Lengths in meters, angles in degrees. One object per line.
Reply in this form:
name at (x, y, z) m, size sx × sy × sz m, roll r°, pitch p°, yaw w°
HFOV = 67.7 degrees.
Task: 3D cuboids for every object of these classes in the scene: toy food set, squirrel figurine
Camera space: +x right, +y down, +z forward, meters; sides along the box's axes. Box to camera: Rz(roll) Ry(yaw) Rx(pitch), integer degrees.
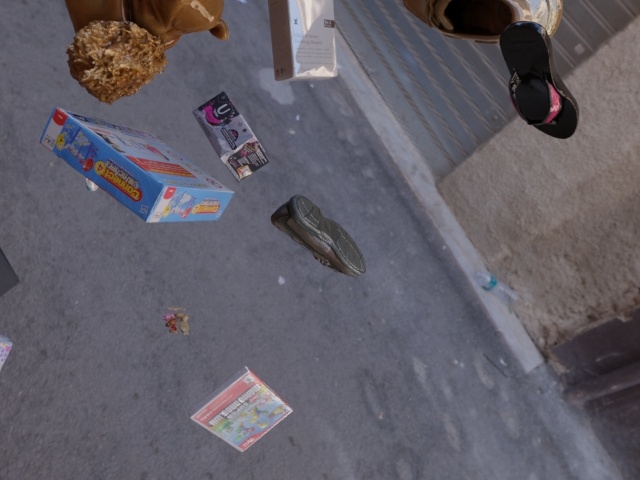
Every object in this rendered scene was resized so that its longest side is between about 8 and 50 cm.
toy food set at (-0.445, 0.251, 1.464) m, size 0.077 × 0.019 × 0.122 m, roll 10°, pitch 27°, yaw -22°
squirrel figurine at (-0.390, -0.481, 1.078) m, size 0.281 × 0.370 × 0.398 m, roll 38°, pitch 67°, yaw -57°

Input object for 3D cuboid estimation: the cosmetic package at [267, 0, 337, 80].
cosmetic package at (-0.038, -0.452, 0.984) m, size 0.117 × 0.085 × 0.231 m, roll -14°, pitch 106°, yaw -33°

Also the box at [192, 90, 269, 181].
box at (-0.307, -0.360, 1.646) m, size 0.247 × 0.142 × 0.163 m, roll 56°, pitch -2°, yaw 27°

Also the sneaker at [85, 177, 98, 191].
sneaker at (-0.760, -0.268, 1.706) m, size 0.092 × 0.087 × 0.229 m, roll 22°, pitch 61°, yaw -7°

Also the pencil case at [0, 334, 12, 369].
pencil case at (-0.829, 0.341, 1.103) m, size 0.124 × 0.113 × 0.273 m, roll 20°, pitch 79°, yaw -4°

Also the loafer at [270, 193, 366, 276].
loafer at (0.000, 0.000, 1.067) m, size 0.267 × 0.084 × 0.096 m, roll 43°, pitch 35°, yaw -33°

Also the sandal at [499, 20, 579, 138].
sandal at (0.242, -0.167, 0.541) m, size 0.179 × 0.067 × 0.040 m, roll 38°, pitch 73°, yaw -43°

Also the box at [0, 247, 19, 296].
box at (-0.442, 0.073, 0.436) m, size 0.261 × 0.184 × 0.103 m, roll -117°, pitch -170°, yaw -72°

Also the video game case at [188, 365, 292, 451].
video game case at (-0.226, 0.503, 1.404) m, size 0.025 × 0.204 × 0.285 m, roll 45°, pitch -9°, yaw 47°

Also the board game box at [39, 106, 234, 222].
board game box at (-0.395, -0.160, 1.083) m, size 0.301 × 0.086 × 0.308 m, roll 35°, pitch 11°, yaw 11°

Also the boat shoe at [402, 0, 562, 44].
boat shoe at (0.238, -0.412, 0.817) m, size 0.110 × 0.122 × 0.341 m, roll -16°, pitch 36°, yaw -25°
